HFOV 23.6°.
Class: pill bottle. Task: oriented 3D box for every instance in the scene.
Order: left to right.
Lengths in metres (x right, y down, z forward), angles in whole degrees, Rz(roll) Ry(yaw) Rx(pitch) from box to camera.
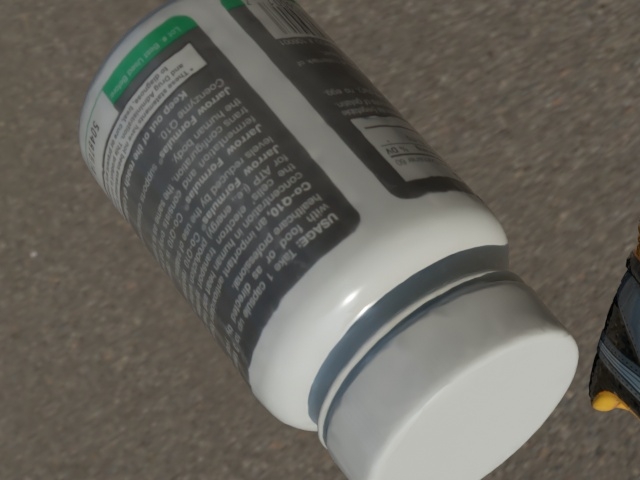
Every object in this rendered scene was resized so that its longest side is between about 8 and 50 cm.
[{"bbox_3d":[0.000,0.000,1.067,0.361,0.204,0.204,51,126,30],"label":"pill bottle"}]

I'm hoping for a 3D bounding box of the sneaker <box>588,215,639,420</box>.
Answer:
[{"bbox_3d":[0.166,0.076,0.487,0.215,0.084,0.083,52,126,43],"label":"sneaker"}]
